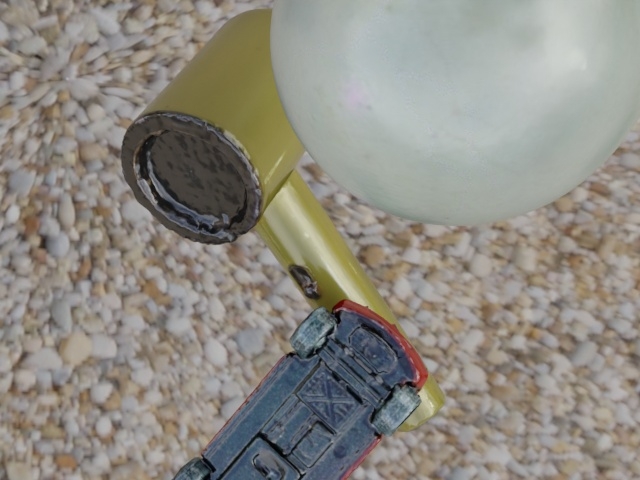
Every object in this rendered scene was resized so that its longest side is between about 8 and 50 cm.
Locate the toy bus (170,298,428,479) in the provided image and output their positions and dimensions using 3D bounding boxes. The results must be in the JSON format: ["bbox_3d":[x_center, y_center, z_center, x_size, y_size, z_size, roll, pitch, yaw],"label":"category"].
[{"bbox_3d":[-0.012,0.123,0.761,0.081,0.089,0.195,42,102,10],"label":"toy bus"}]

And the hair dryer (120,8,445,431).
[{"bbox_3d":[0.000,0.000,0.773,0.279,0.090,0.135,57,40,-23],"label":"hair dryer"}]

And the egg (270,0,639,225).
[{"bbox_3d":[0.066,-0.090,0.507,0.151,0.209,0.151,12,118,24],"label":"egg"}]
